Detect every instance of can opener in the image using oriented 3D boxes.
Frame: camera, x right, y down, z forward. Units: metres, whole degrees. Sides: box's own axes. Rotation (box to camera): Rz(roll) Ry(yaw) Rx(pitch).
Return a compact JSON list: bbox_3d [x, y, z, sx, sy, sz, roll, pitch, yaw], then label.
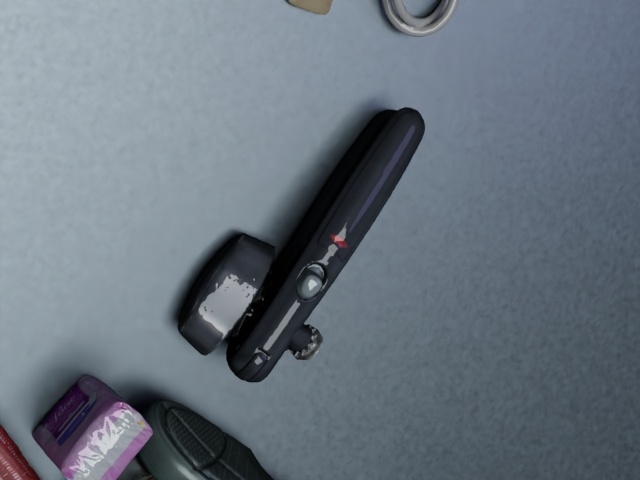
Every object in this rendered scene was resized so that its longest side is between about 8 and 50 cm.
[{"bbox_3d":[0.000,0.000,0.826,0.073,0.059,0.186,41,85,-25],"label":"can opener"}]

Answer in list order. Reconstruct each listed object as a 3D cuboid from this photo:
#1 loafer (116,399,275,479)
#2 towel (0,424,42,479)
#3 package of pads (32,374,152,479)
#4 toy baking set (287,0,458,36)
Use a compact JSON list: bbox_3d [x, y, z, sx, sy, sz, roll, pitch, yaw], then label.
[{"bbox_3d":[-0.027,0.196,0.855,0.084,0.096,0.267,-43,114,12],"label":"loafer"},{"bbox_3d":[-0.223,0.245,0.804,0.237,0.037,0.329,-35,112,-10],"label":"towel"},{"bbox_3d":[-0.124,0.104,0.784,0.032,0.083,0.050,46,79,-20],"label":"package of pads"},{"bbox_3d":[0.089,-0.225,0.826,0.256,0.030,0.197,-18,109,-19],"label":"toy baking set"}]
